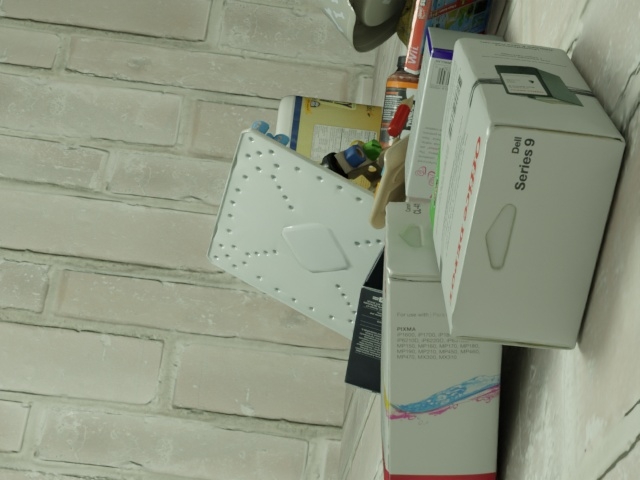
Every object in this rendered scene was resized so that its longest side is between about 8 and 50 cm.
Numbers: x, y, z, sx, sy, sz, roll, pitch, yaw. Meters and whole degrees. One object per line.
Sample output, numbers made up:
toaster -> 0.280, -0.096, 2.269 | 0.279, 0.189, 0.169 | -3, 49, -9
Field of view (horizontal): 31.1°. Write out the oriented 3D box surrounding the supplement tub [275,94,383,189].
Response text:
supplement tub -> 0.055, -0.192, 2.545 | 0.228, 0.316, 0.228 | -173, 90, -88

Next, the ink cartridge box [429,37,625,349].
ink cartridge box -> 0.185, -0.054, 1.109 | 0.289, 0.121, 0.211 | -88, 4, -65

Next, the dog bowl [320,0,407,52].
dog bowl -> 0.131, -0.524, 2.152 | 0.349, 0.102, 0.349 | -47, -15, -17

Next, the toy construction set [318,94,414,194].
toy construction set -> 0.124, -0.140, 2.170 | 0.309, 0.257, 0.237 | -64, -1, 37

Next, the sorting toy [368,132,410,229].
sorting toy -> 0.155, -0.127, 1.828 | 0.193, 0.038, 0.208 | -37, -21, -22

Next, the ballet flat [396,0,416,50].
ballet flat -> 0.215, -0.448, 2.120 | 0.348, 0.123, 0.123 | 103, 174, -64

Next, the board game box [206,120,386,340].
board game box -> 0.000, 0.000, 2.105 | 0.050, 0.390, 0.390 | -57, -7, -40

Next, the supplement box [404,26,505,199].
supplement box -> 0.188, -0.174, 1.615 | 0.114, 0.111, 0.220 | -86, 4, -63

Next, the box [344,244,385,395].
box -> 0.123, 0.138, 1.947 | 0.153, 0.108, 0.207 | -57, -20, -58

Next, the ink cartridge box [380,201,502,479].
ink cartridge box -> 0.134, 0.135, 1.317 | 0.226, 0.131, 0.306 | -84, -4, -67

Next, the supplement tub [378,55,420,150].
supplement tub -> 0.179, -0.272, 2.332 | 0.106, 0.106, 0.198 | -109, 26, -86

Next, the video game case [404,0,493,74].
video game case -> 0.205, -0.396, 1.651 | 0.204, 0.025, 0.285 | -30, -43, -47

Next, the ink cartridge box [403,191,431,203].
ink cartridge box -> 0.172, -0.020, 1.821 | 0.143, 0.092, 0.090 | 102, 176, -52
